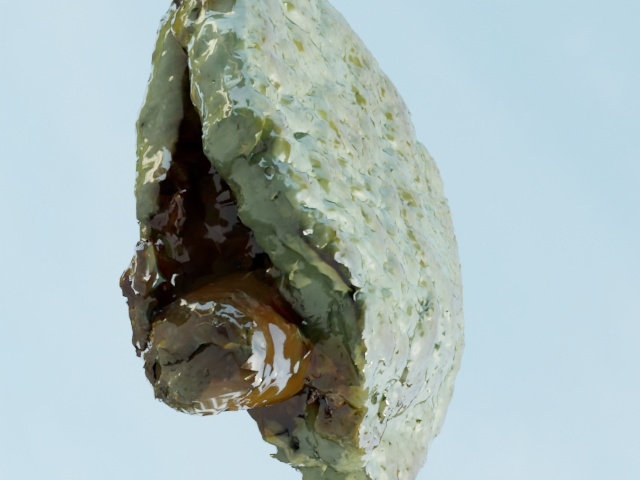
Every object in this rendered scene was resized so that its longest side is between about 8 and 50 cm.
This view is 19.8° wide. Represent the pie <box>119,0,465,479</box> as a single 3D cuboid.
[{"bbox_3d":[0.001,-0.007,0.858,0.105,0.257,0.274,-12,-30,22],"label":"pie"}]
